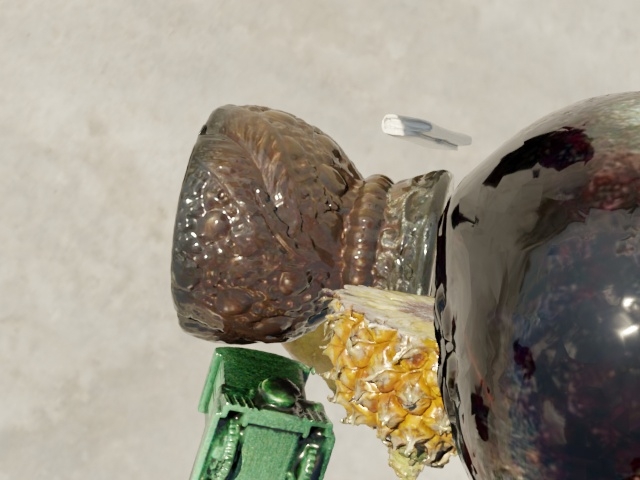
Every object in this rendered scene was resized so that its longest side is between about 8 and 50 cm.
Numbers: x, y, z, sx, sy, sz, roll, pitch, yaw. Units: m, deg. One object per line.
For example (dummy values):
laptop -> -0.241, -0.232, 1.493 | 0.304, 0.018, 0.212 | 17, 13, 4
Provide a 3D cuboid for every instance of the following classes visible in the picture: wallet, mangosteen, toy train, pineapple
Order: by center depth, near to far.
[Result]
mangosteen -> 0.209, 0.050, 0.809 | 0.300, 0.300, 0.300 | 5, 120, 9
pineapple -> 0.078, 0.120, 1.029 | 0.176, 0.161, 0.137 | 6, 101, -35
toy train -> -0.086, 0.271, 1.472 | 0.138, 0.178, 0.330 | 12, 117, -13
wallet -> 0.119, -0.118, 1.498 | 0.061, 0.122, 0.025 | 4, 88, 28

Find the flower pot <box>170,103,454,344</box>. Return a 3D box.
flower pot -> 0.000, 0.000, 1.465 | 0.267, 0.266, 0.267 | 11, 121, 10

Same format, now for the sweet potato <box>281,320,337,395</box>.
sweet potato -> -0.023, 0.065, 2.046 | 0.157, 0.158, 0.370 | -6, 114, 15
